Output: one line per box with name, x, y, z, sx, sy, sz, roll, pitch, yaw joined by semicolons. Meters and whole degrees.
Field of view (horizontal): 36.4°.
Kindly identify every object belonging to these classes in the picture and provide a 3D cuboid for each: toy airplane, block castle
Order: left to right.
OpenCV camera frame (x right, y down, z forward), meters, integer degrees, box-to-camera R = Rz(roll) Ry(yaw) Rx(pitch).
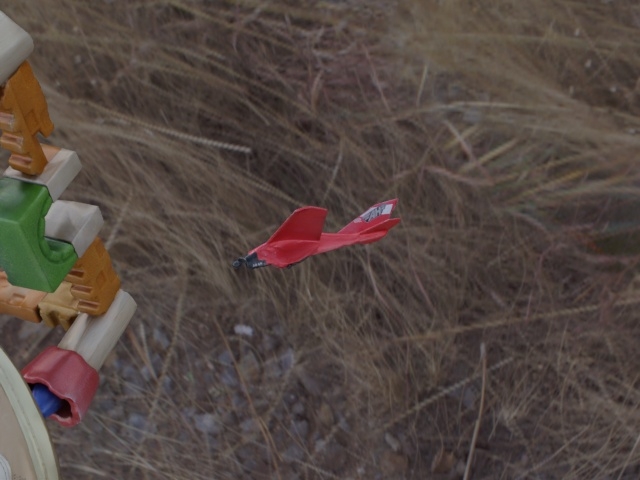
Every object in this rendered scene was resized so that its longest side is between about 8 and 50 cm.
block castle;-0.397;-0.008;0.970;0.303;0.453;0.213;12;50;19
toy airplane;0.000;0.000;0.779;0.151;0.151;0.028;-21;79;-2

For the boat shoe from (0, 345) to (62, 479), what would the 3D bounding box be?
boat shoe;-0.271;0.218;0.775;0.110;0.122;0.341;-17;76;-40
